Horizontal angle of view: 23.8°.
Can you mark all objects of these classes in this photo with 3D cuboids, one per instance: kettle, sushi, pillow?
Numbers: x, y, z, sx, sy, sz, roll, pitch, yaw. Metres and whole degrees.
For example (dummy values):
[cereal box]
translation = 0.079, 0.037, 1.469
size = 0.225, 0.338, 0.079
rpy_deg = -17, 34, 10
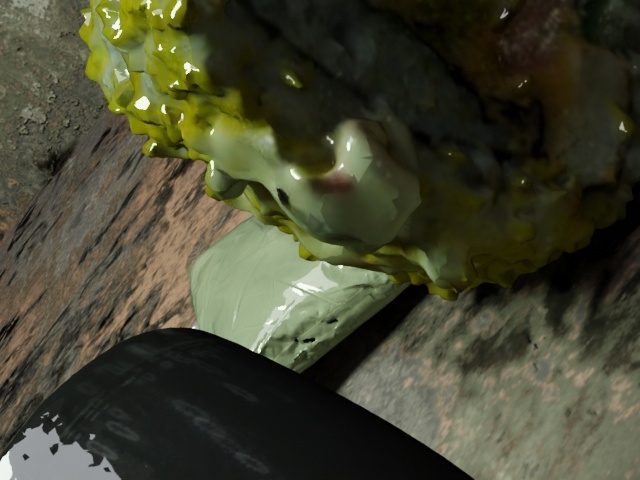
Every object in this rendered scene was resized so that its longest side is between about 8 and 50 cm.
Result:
[kettle]
translation = 0.031, 0.171, 0.680
size = 0.290, 0.268, 0.207
rpy_deg = 18, 112, 34
[sushi]
translation = 0.045, -0.147, 1.025
size = 0.240, 0.396, 0.351
rpy_deg = -10, 54, 65
[pillow]
translation = -0.001, 0.001, 1.310
size = 0.281, 0.076, 0.274
rpy_deg = -37, 23, 7

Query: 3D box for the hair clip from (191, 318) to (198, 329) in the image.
[hair clip]
translation = -0.111, 0.143, 1.377
size = 0.173, 0.069, 0.300
rpy_deg = -38, 12, 27
